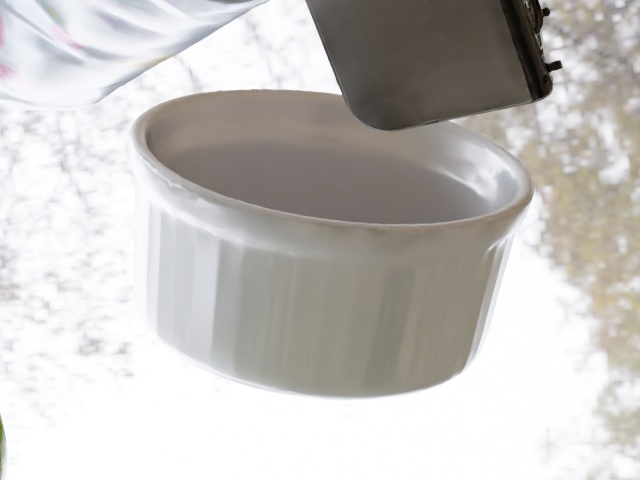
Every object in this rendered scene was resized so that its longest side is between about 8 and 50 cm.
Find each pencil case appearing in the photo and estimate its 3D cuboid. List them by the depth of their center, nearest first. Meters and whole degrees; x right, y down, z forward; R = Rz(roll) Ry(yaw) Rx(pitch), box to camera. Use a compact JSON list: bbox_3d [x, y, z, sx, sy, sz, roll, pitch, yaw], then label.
[{"bbox_3d":[-0.088,-0.129,0.735,0.113,0.273,0.124,-40,-80,-22],"label":"pencil case"}]

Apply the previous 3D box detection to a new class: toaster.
[{"bbox_3d":[0.045,-0.167,0.936,0.168,0.110,0.186,-91,-19,-58],"label":"toaster"}]

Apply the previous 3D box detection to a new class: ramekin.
[{"bbox_3d":[0.000,0.000,1.249,0.277,0.277,0.135,-13,-60,-42],"label":"ramekin"}]

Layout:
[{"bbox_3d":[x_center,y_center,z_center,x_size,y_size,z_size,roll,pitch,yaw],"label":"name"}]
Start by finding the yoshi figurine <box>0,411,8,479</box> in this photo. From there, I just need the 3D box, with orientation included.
[{"bbox_3d":[-0.305,0.123,0.890,0.362,0.203,0.203,10,-81,-21],"label":"yoshi figurine"}]
